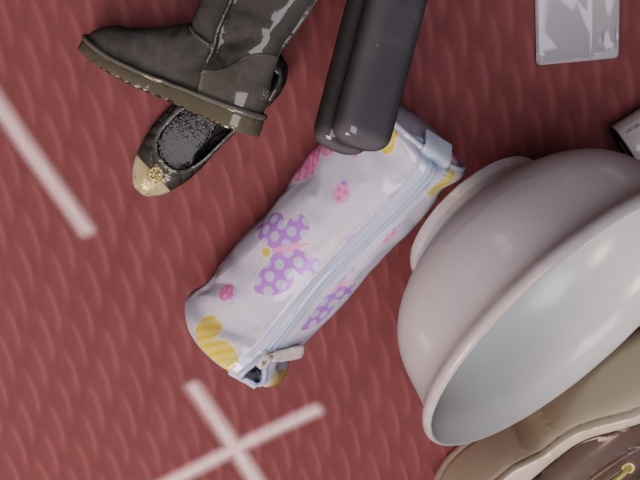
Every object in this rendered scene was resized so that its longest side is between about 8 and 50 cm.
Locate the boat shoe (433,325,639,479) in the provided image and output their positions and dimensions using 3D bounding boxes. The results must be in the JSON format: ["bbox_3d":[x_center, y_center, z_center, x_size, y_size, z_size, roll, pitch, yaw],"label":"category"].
[{"bbox_3d":[0.260,0.182,0.996,0.324,0.116,0.096,-38,112,15],"label":"boat shoe"}]

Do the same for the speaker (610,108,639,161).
[{"bbox_3d":[0.322,-0.112,0.917,0.136,0.055,0.055,-32,109,9],"label":"speaker"}]

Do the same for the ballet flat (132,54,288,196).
[{"bbox_3d":[-0.099,-0.101,0.904,0.173,0.049,0.057,-42,106,12],"label":"ballet flat"}]

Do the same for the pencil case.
[{"bbox_3d":[0.000,0.000,0.908,0.113,0.124,0.273,37,104,-14],"label":"pencil case"}]

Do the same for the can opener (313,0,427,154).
[{"bbox_3d":[0.077,-0.197,0.816,0.095,0.076,0.283,17,84,-22],"label":"can opener"}]

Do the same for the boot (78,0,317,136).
[{"bbox_3d":[-0.079,-0.207,0.850,0.190,0.076,0.208,24,101,12],"label":"boot"}]

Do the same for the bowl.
[{"bbox_3d":[0.169,0.024,0.887,0.298,0.298,0.134,-47,62,14],"label":"bowl"}]

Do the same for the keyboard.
[{"bbox_3d":[0.212,-0.274,0.876,0.072,0.014,0.256,-3,110,4],"label":"keyboard"}]
